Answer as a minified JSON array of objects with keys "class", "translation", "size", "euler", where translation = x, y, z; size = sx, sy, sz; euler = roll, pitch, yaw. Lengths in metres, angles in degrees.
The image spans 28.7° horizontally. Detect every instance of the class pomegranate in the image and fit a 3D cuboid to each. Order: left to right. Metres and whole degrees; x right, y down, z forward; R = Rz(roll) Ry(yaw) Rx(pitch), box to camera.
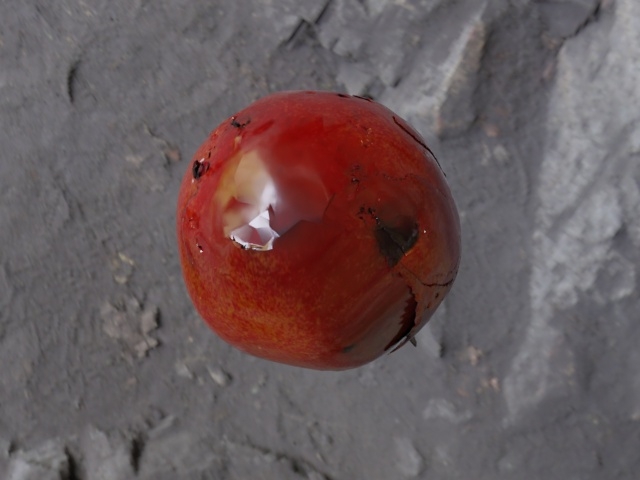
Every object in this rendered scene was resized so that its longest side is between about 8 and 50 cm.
[{"class":"pomegranate","translation":[0.000,0.000,0.908],"size":[0.210,0.210,0.235],"euler":[-36,143,-5]}]
